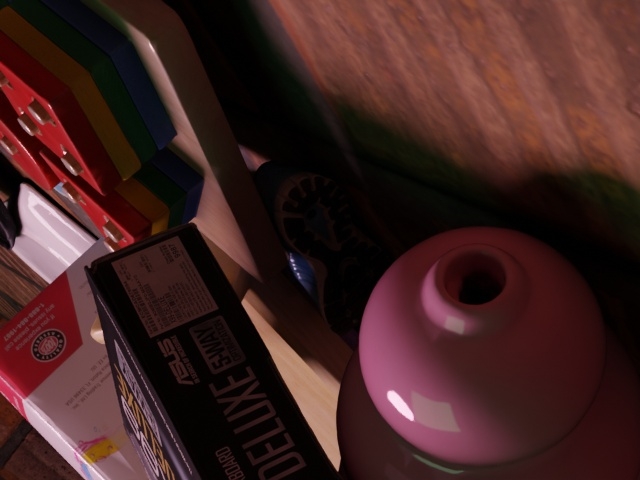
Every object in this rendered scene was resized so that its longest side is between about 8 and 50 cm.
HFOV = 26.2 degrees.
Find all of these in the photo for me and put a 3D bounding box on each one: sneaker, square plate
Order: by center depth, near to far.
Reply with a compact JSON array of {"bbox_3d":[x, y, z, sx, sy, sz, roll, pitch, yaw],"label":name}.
[{"bbox_3d":[0.000,0.000,0.977,0.073,0.063,0.162,40,162,45],"label":"sneaker"},{"bbox_3d":[-0.297,0.067,1.855,0.347,0.049,0.344,42,164,-11],"label":"square plate"}]

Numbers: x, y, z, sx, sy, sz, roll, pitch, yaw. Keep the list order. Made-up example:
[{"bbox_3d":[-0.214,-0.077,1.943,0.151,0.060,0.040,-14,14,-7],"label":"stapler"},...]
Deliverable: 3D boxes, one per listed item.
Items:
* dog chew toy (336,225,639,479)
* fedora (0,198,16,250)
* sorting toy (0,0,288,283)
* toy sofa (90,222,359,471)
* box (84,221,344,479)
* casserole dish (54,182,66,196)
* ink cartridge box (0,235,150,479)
[{"bbox_3d":[0.101,0.113,0.807,0.206,0.206,0.332,31,154,28],"label":"dog chew toy"},{"bbox_3d":[-0.539,-0.081,1.723,0.334,0.152,0.334,43,164,16],"label":"fedora"},{"bbox_3d":[-0.163,-0.092,0.908,0.257,0.089,0.255,39,163,33],"label":"sorting toy"},{"bbox_3d":[0.003,0.101,1.127,0.150,0.177,0.362,-13,131,40],"label":"toy sofa"},{"bbox_3d":[-0.041,0.176,0.867,0.307,0.076,0.242,57,162,28],"label":"box"},{"bbox_3d":[-0.241,-0.072,1.350,0.188,0.037,0.114,21,156,51],"label":"casserole dish"},{"bbox_3d":[-0.148,0.153,1.350,0.306,0.226,0.131,44,160,9],"label":"ink cartridge box"}]
